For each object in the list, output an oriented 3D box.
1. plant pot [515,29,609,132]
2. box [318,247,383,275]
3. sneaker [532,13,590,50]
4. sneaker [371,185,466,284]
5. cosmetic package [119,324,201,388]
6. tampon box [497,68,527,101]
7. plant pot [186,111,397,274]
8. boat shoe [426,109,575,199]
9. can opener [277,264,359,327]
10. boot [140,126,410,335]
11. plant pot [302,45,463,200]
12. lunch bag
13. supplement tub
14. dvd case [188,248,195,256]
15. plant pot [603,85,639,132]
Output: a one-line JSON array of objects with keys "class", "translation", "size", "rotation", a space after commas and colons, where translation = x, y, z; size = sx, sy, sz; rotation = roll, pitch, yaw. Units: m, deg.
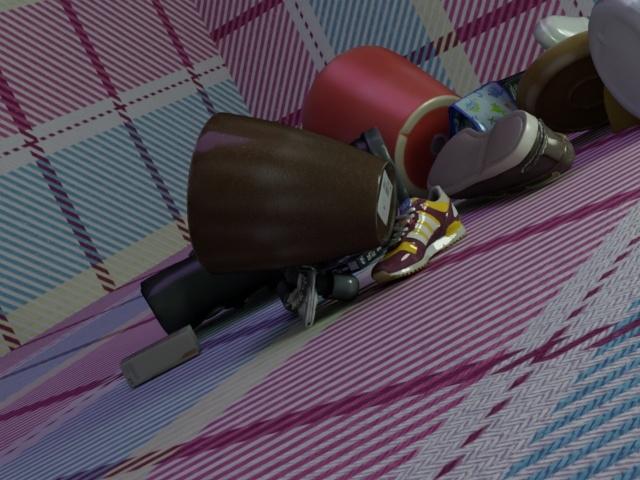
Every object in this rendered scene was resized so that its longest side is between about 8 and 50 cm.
[{"class": "plant pot", "translation": [0.435, -0.249, 1.813], "size": [0.236, 0.032, 0.236], "rotation": [-10, -34, -7]}, {"class": "box", "translation": [0.047, 0.034, 1.721], "size": [0.083, 0.018, 0.067], "rotation": [-22, 9, 41]}, {"class": "sneaker", "translation": [0.498, -0.353, 1.810], "size": [0.293, 0.108, 0.169], "rotation": [8, -43, -26]}, {"class": "sneaker", "translation": [0.117, -0.008, 1.483], "size": [0.069, 0.084, 0.185], "rotation": [-21, 8, 43]}, {"class": "cosmetic package", "translation": [-0.238, 0.173, 1.669], "size": [0.115, 0.041, 0.060], "rotation": [-27, 6, 1]}, {"class": "tampon box", "translation": [0.399, -0.275, 2.315], "size": [0.101, 0.120, 0.161], "rotation": [-29, 6, -22]}, {"class": "plant pot", "translation": [-0.024, -0.056, 1.446], "size": [0.230, 0.215, 0.215], "rotation": [3, 17, 18]}, {"class": "boat shoe", "translation": [0.264, -0.115, 1.698], "size": [0.324, 0.097, 0.116], "rotation": [-20, 49, 69]}, {"class": "can opener", "translation": [-0.014, 0.069, 1.551], "size": [0.093, 0.074, 0.280], "rotation": [6, 3, -11]}, {"class": "boot", "translation": [-0.083, -0.002, 1.786], "size": [0.445, 0.146, 0.367], "rotation": [-23, -14, -2]}, {"class": "plant pot", "translation": [0.144, -0.201, 2.043], "size": [0.275, 0.275, 0.243], "rotation": [-29, 34, -22]}, {"class": "lunch bag", "translation": [0.287, -0.182, 1.885], "size": [0.129, 0.151, 0.096], "rotation": [-33, 9, -39]}, {"class": "supplement tub", "translation": [0.578, -0.327, 1.619], "size": [0.338, 0.207, 0.207], "rotation": [-29, 7, -11]}, {"class": "dvd case", "translation": [-0.102, -0.019, 1.960], "size": [0.221, 0.164, 0.018], "rotation": [-46, 44, 19]}, {"class": "plant pot", "translation": [0.488, -0.228, 1.744], "size": [0.081, 0.083, 0.081], "rotation": [-21, 9, 39]}]
